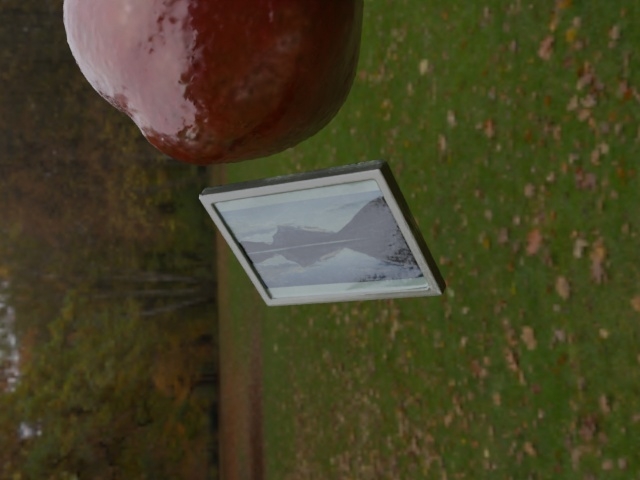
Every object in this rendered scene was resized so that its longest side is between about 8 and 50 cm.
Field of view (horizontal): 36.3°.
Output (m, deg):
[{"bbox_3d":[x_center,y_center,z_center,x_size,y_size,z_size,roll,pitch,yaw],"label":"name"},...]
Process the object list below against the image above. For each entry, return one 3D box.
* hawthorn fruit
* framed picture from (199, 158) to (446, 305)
[{"bbox_3d":[-0.098,-0.223,0.923,0.295,0.294,0.311,-98,5,-45],"label":"hawthorn fruit"},{"bbox_3d":[0.000,0.000,0.909,0.150,0.203,0.015,61,-141,-31],"label":"framed picture"}]
